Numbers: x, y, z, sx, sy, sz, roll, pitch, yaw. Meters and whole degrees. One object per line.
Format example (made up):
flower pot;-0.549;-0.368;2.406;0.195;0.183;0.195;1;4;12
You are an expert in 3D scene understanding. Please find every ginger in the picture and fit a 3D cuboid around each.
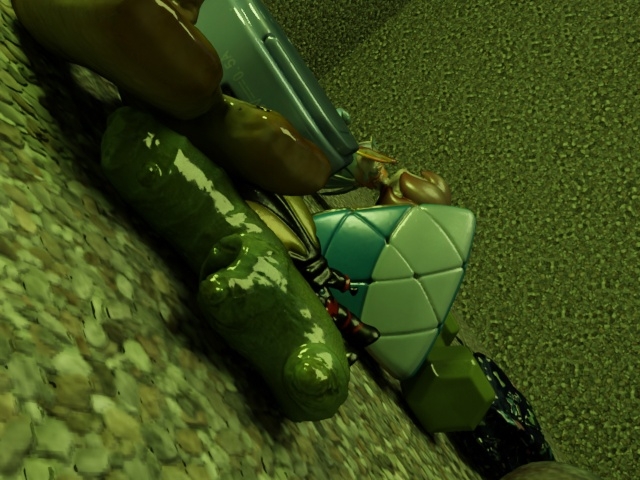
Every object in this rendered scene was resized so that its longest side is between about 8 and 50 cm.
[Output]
ginger;-0.072;0.014;0.487;0.290;0.089;0.137;57;23;17

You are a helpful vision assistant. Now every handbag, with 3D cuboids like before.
handbag;0.291;0.303;0.990;0.260;0.113;0.162;49;14;-34

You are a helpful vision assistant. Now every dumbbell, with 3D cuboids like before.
dumbbell;0.169;0.170;0.937;0.121;0.108;0.302;57;8;-13

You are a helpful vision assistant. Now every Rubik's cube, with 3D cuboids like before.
Rubik's cube;0.091;0.094;0.868;0.254;0.254;0.254;49;10;-11

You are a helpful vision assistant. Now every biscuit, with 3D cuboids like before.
biscuit;-0.141;-0.137;0.555;0.290;0.062;0.237;27;-10;44

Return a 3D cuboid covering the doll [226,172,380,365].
doll;-0.031;0.020;0.654;0.249;0.088;0.127;55;10;3

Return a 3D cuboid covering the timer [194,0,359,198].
timer;-0.104;-0.242;1.003;0.395;0.173;0.395;53;12;-17

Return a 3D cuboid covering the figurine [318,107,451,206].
figurine;0.136;-0.104;1.441;0.388;0.248;0.276;34;6;7

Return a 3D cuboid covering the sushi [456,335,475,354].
sushi;0.368;0.341;1.410;0.192;0.050;0.215;42;18;-30

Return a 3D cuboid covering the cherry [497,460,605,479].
cherry;0.194;0.275;0.483;0.195;0.195;0.195;49;10;-11

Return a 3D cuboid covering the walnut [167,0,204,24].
walnut;-0.220;-0.310;0.679;0.213;0.213;0.213;49;10;-11
